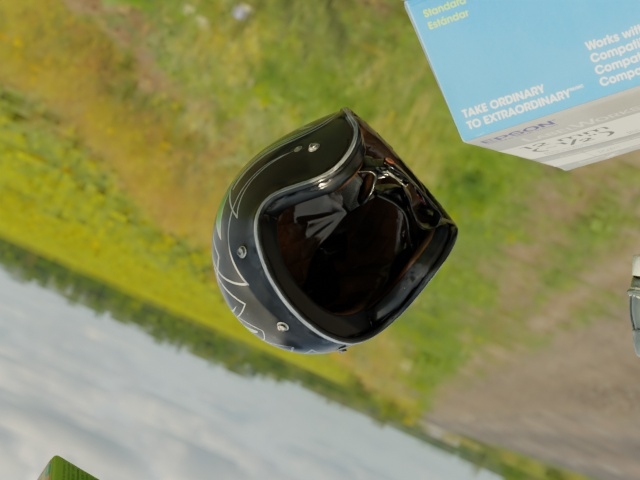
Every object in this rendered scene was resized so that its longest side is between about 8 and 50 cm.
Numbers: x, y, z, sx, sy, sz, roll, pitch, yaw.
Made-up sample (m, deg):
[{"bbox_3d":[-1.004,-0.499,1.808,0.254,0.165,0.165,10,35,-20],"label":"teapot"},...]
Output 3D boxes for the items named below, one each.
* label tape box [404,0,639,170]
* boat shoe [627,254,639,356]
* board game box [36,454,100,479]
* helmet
[{"bbox_3d":[0.222,-0.146,1.155,0.249,0.115,0.347,-16,172,25],"label":"label tape box"},{"bbox_3d":[0.404,0.081,1.342,0.319,0.099,0.116,12,-175,36],"label":"boat shoe"},{"bbox_3d":[-0.042,0.214,0.855,0.259,0.039,0.124,31,-168,-15],"label":"board game box"},{"bbox_3d":[0.000,0.000,1.164,0.169,0.161,0.169,46,-172,-8],"label":"helmet"}]
